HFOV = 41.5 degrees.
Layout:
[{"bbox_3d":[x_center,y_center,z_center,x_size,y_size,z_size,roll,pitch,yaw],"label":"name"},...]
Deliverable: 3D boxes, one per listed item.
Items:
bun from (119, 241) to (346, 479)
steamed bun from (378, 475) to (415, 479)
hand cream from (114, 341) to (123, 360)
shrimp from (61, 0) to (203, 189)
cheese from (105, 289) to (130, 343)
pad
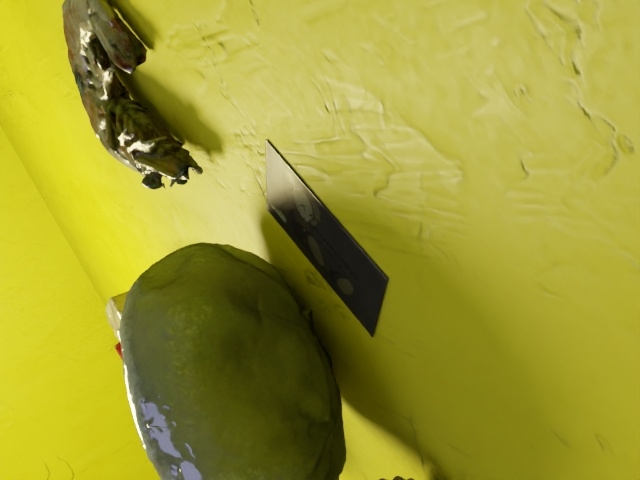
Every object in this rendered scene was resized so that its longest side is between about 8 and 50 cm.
[{"bbox_3d":[-0.086,0.158,0.957,0.354,0.194,0.354,-19,-90,-84],"label":"bun"},{"bbox_3d":[0.067,0.325,0.928,0.182,0.183,0.106,82,171,-48],"label":"steamed bun"},{"bbox_3d":[-0.333,0.282,1.848,0.230,0.149,0.230,46,158,25],"label":"hand cream"},{"bbox_3d":[-0.247,-0.187,1.056,0.360,0.085,0.246,48,152,36],"label":"shrimp"},{"bbox_3d":[-0.262,0.205,1.547,0.292,0.153,0.332,20,137,60],"label":"cheese"},{"bbox_3d":[0.000,0.000,0.830,0.190,0.004,0.127,49,159,23],"label":"pad"}]
